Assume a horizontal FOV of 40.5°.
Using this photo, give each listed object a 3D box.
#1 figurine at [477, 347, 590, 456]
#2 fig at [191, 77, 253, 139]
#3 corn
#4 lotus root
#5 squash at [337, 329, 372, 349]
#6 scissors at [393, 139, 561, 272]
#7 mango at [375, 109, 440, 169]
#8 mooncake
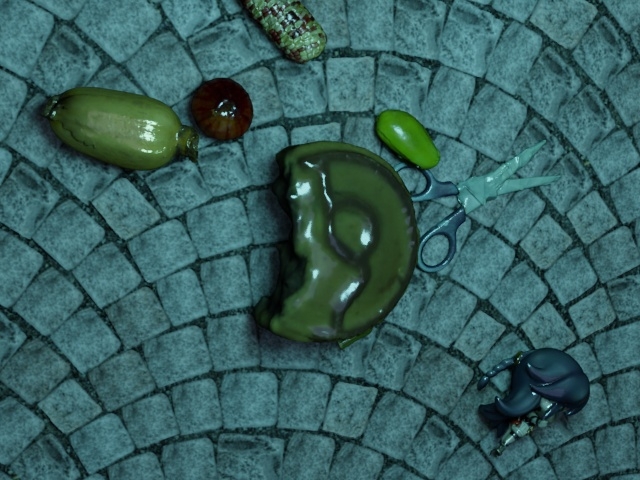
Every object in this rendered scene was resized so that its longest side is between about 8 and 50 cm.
[{"bbox_3d":[0.467,0.351,1.933,0.265,0.175,0.197,-20,97,-16],"label":"figurine"},{"bbox_3d":[-0.199,-0.268,1.720,0.128,0.150,0.128,-5,68,12],"label":"fig"},{"bbox_3d":[-0.101,-0.474,1.723,0.098,0.098,0.290,-42,103,-3],"label":"corn"},{"bbox_3d":[-0.383,-0.216,1.683,0.303,0.131,0.146,13,95,-11],"label":"lotus root"},{"bbox_3d":[0.076,0.208,1.898,0.083,0.027,0.027,-30,103,-8],"label":"squash"},{"bbox_3d":[0.350,-0.103,1.908,0.383,0.029,0.256,-22,103,-9],"label":"scissors"},{"bbox_3d":[0.188,-0.214,1.823,0.165,0.074,0.091,36,66,-9],"label":"mango"},{"bbox_3d":[0.000,0.000,1.746,0.393,0.246,0.394,-37,107,-11],"label":"mooncake"}]
